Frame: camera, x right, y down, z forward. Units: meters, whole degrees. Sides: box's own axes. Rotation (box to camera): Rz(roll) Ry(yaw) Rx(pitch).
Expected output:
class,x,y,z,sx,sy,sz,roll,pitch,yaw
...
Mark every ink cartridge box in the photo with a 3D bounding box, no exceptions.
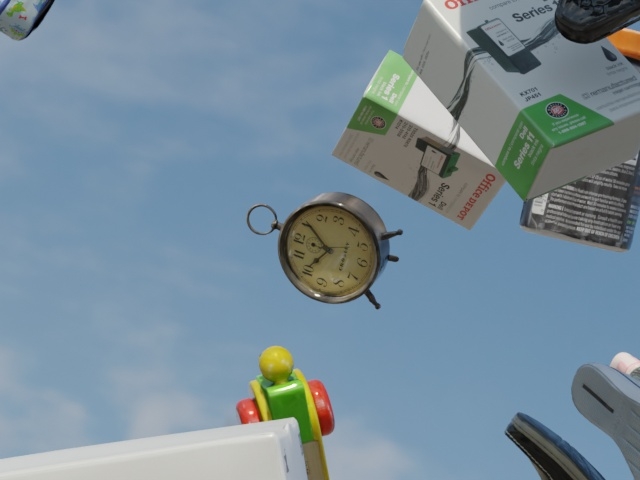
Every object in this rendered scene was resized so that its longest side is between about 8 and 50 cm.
class,x,y,z,sx,sy,sz,roll,pitch,yaw
ink cartridge box,0.201,-0.156,1.847,0.208,0.153,0.087,51,-34,25
ink cartridge box,0.147,-0.129,2.541,0.219,0.093,0.160,29,-32,0

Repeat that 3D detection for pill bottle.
class,x,y,z,sx,sy,sz,roll,pitch,yaw
pill bottle,0.311,-0.117,2.167,0.130,0.246,0.130,13,1,0

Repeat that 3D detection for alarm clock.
class,x,y,z,sx,sy,sz,roll,pitch,yaw
alarm clock,0.000,0.000,2.320,0.192,0.064,0.129,21,-67,9

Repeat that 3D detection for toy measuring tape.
class,x,y,z,sx,sy,sz,roll,pitch,yaw
toy measuring tape,-0.033,0.264,2.317,0.121,0.121,0.330,4,-60,26

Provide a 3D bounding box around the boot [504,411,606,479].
class,x,y,z,sx,sy,sz,roll,pitch,yaw
boot,0.240,0.319,2.057,0.236,0.178,0.085,46,9,2

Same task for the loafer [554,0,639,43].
class,x,y,z,sx,sy,sz,roll,pitch,yaw
loafer,0.300,-0.236,1.785,0.076,0.223,0.078,35,-34,29

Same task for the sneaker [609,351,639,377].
class,x,y,z,sx,sy,sz,roll,pitch,yaw
sneaker,0.463,0.222,2.852,0.070,0.051,0.134,46,-22,55

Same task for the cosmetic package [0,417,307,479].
class,x,y,z,sx,sy,sz,roll,pitch,yaw
cosmetic package,-0.201,0.266,1.752,0.385,0.156,0.217,-8,-2,6

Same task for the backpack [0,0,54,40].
class,x,y,z,sx,sy,sz,roll,pitch,yaw
backpack,-0.348,-0.292,2.214,0.084,0.114,0.105,28,-6,-19

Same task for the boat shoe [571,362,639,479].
class,x,y,z,sx,sy,sz,roll,pitch,yaw
boat shoe,0.338,0.189,1.921,0.075,0.226,0.083,4,-60,-29
